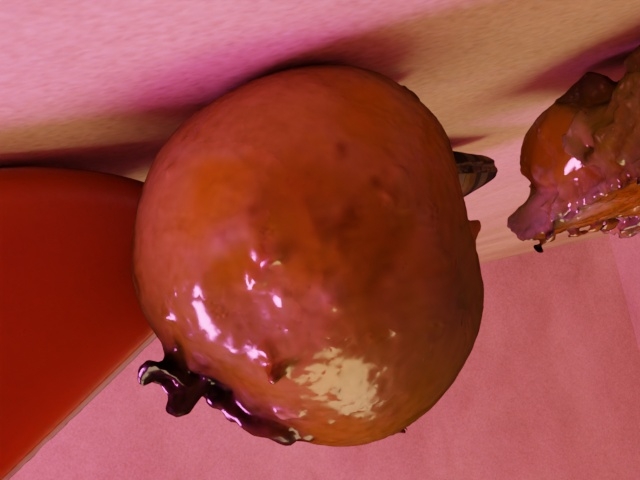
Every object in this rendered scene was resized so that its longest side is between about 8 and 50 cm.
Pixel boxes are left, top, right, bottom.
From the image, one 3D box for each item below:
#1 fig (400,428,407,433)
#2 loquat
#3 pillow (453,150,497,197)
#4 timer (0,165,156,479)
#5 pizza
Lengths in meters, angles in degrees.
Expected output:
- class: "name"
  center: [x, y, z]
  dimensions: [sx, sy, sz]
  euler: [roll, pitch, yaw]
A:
- class: "fig"
  center: [-0.015, 0.035, 0.662]
  dimensions: [0.119, 0.153, 0.119]
  euler: [-3, 165, -1]
- class: "loquat"
  center: [0.000, 0.000, 0.532]
  dimensions: [0.149, 0.204, 0.172]
  euler: [-4, 137, 33]
- class: "pillow"
  center: [-0.010, -0.018, 0.830]
  dimensions: [0.208, 0.052, 0.212]
  euler: [-22, 171, 36]
- class: "timer"
  center: [-0.204, 0.057, 0.616]
  dimensions: [0.250, 0.161, 0.257]
  euler: [-26, -175, -43]
- class: "pizza"
  center: [0.226, -0.070, 0.699]
  dimensions: [0.223, 0.089, 0.323]
  euler: [-25, 167, 36]
